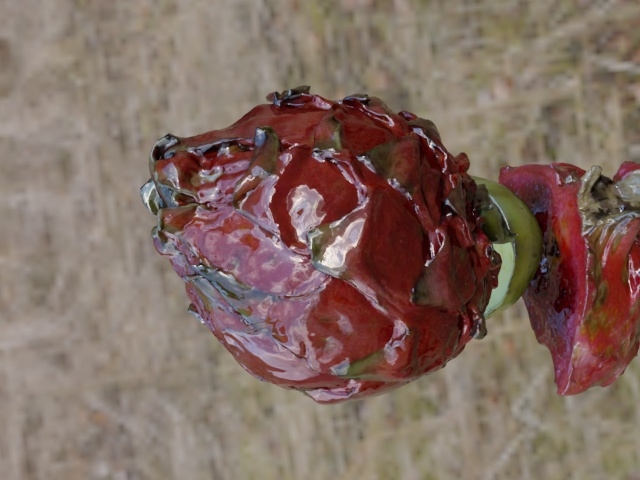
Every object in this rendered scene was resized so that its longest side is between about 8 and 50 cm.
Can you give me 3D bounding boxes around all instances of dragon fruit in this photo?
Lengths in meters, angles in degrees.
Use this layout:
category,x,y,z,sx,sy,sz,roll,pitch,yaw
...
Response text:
category,x,y,z,sx,sy,sz,roll,pitch,yaw
dragon fruit,0.283,0.004,1.968,0.211,0.134,0.262,108,152,-55
dragon fruit,0.000,0.000,1.536,0.244,0.298,0.244,-156,90,-86

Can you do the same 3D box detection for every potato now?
category,x,y,z,sx,sy,sz,roll,pitch,yaw
potato,0.125,0.012,1.959,0.271,0.111,0.160,-21,83,47
